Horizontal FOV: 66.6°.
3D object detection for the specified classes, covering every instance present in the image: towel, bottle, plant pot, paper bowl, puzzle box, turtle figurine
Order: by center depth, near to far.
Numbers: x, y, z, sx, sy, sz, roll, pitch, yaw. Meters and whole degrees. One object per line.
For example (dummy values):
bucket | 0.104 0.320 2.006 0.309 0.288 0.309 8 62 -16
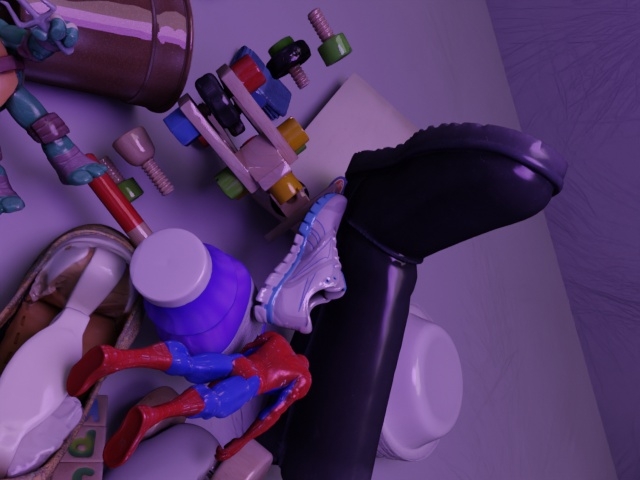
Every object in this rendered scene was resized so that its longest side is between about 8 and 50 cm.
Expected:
turtle figurine | -0.288 -0.146 0.410 0.175 0.118 0.234 -22 117 -13
plant pot | -0.253 -0.231 0.534 0.165 0.166 0.167 -8 87 -43
bottle | -0.124 0.073 0.537 0.283 0.092 0.118 85 22 -68
towel | -0.100 -0.264 0.820 0.119 0.029 0.067 40 52 -37
puzzle box | 0.079 -0.126 0.906 0.272 0.052 0.409 40 48 -9
paper bowl | 0.164 0.258 0.911 0.284 0.148 0.285 19 66 -48

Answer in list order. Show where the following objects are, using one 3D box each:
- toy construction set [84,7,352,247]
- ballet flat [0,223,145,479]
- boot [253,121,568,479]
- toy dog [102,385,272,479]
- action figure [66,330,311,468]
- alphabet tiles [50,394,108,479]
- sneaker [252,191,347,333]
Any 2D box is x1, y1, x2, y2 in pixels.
toy construction set | -0.094 -0.071 0.607 0.308 0.257 0.237 -39 103 -25
ballet flat | -0.220 0.074 0.424 0.123 0.123 0.349 51 24 -29
boot | 0.074 0.108 0.584 0.146 0.367 0.446 23 84 -18
toy dog | -0.201 0.283 0.460 0.333 0.220 0.161 -2 121 -46
action figure | -0.105 0.152 0.452 0.091 0.139 0.280 48 17 24
alphabet tiles | -0.290 0.183 0.363 0.237 0.009 0.198 13 24 -26
sneaker | 0.001 0.029 0.584 0.191 0.082 0.071 -62 162 -23
